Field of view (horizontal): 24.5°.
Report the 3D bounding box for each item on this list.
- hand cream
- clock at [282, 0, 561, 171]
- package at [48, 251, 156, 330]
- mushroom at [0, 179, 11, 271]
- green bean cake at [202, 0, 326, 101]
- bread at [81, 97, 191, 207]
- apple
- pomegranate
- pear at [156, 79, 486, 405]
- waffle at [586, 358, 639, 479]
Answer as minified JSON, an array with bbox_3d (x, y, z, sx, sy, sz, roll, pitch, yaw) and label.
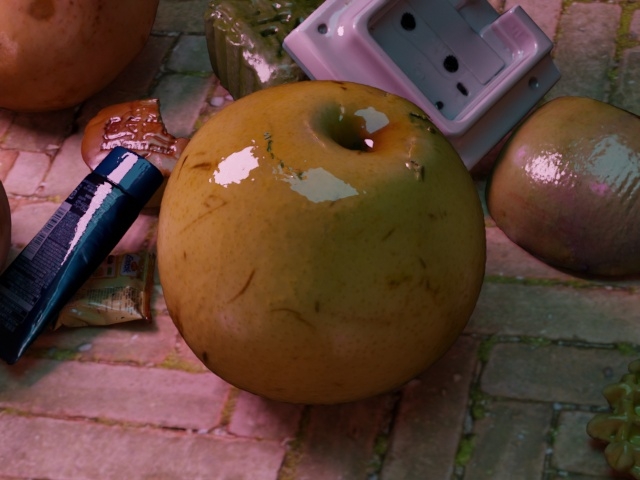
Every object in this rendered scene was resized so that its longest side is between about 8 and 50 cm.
[{"bbox_3d":[-0.287,0.012,1.643,0.120,0.061,0.270,26,71,43],"label":"hand cream"},{"bbox_3d":[0.127,-0.214,1.720,0.262,0.116,0.231,47,67,-1],"label":"clock"},{"bbox_3d":[-0.246,0.055,1.659,0.120,0.031,0.108,-4,45,2],"label":"package"},{"bbox_3d":[-0.497,-0.024,1.607,0.290,0.297,0.297,-43,53,-3],"label":"mushroom"},{"bbox_3d":[-0.013,-0.247,1.857,0.248,0.125,0.222,-24,49,-17],"label":"green bean cake"},{"bbox_3d":[-0.220,-0.101,1.768,0.125,0.086,0.156,-26,49,-17],"label":"bread"},{"bbox_3d":[0.302,-0.062,1.654,0.265,0.120,0.193,29,67,33],"label":"apple"},{"bbox_3d":[-0.364,-0.335,1.850,0.338,0.338,0.338,-3,46,3],"label":"pomegranate"},{"bbox_3d":[0.000,0.000,1.491,0.348,0.348,0.348,-3,46,3],"label":"pear"},{"bbox_3d":[0.406,0.182,1.444,0.261,0.056,0.250,-29,49,-17],"label":"waffle"}]
